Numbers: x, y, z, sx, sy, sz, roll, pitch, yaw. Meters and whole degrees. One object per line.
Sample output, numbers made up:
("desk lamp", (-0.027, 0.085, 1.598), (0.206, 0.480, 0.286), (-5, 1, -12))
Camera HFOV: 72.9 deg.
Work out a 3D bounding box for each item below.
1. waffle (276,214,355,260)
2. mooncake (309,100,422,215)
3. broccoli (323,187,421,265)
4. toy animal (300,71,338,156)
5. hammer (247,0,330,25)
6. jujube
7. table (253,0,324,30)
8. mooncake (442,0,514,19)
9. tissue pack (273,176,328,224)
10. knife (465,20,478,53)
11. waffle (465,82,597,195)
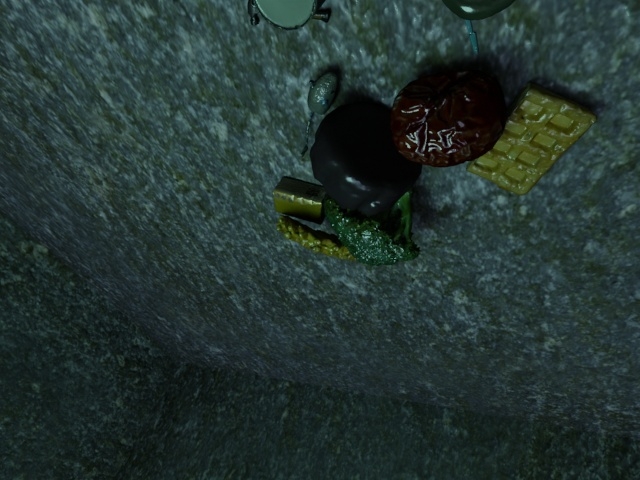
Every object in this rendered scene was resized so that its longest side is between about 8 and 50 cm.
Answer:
("waffle", (0.000, 0.000, 1.401), (0.293, 0.068, 0.260), (17, -171, -15))
("mooncake", (0.109, -0.203, 1.076), (0.283, 0.282, 0.141), (30, 148, -9))
("broccoli", (0.158, -0.065, 1.242), (0.308, 0.307, 0.274), (22, 114, 2))
("toy animal", (-0.015, -0.338, 1.137), (0.070, 0.079, 0.252), (43, 143, 10))
("hammer", (-0.074, -0.524, 0.985), (0.201, 0.021, 0.078), (12, 142, 14))
("jujube", (0.283, -0.264, 0.959), (0.233, 0.212, 0.212), (-1, 137, 28))
("table", (-0.032, -0.506, 0.817), (0.127, 0.219, 0.126), (15, 143, 12))
("mooncake", (0.289, -0.491, 0.765), (0.175, 0.104, 0.168), (12, 146, 18))
("tissue pack", (-0.063, -0.128, 1.422), (0.170, 0.082, 0.119), (16, 146, 9))
("knife", (0.317, -0.431, 0.905), (0.014, 0.005, 0.091), (-3, 137, 33))
("waffle", (0.484, -0.231, 1.023), (0.168, 0.057, 0.274), (23, 144, 0))
